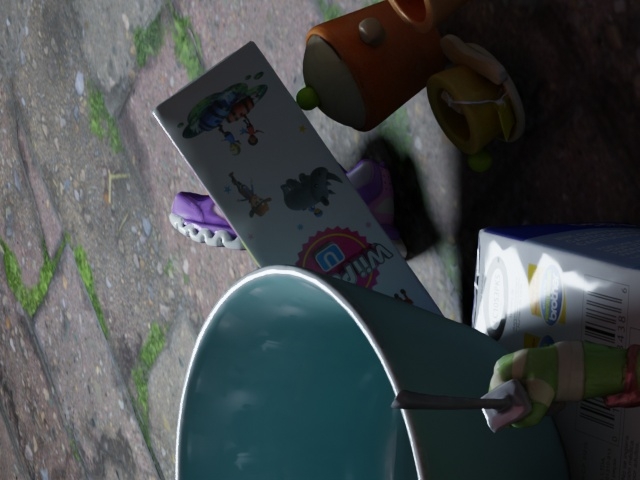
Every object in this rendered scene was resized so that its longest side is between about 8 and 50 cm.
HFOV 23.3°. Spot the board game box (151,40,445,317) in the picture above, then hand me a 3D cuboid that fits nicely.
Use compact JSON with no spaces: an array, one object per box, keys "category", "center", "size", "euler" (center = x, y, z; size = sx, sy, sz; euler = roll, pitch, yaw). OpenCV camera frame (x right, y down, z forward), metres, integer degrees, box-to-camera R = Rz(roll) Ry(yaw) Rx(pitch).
[{"category":"board game box","center":[0.000,0.000,1.219],"size":[0.303,0.097,0.224],"euler":[54,-178,-2]}]

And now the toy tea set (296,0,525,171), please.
[{"category":"toy tea set","center":[0.028,-0.197,1.176],"size":[0.200,0.124,0.336],"euler":[36,153,55]}]

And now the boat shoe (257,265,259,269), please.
[{"category":"boat shoe","center":[-0.037,0.025,1.507],"size":[0.080,0.076,0.229],"euler":[-34,70,58]}]

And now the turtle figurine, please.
[{"category":"turtle figurine","center":[0.148,0.153,0.758],"size":[0.197,0.275,0.266],"euler":[22,139,24]}]

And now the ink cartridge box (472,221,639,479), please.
[{"category":"ink cartridge box","center":[0.225,0.136,0.993],"size":[0.395,0.151,0.270],"euler":[16,105,56]}]

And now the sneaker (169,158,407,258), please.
[{"category":"sneaker","center":[-0.028,-0.037,1.413],"size":[0.236,0.095,0.105],"euler":[5,94,28]}]

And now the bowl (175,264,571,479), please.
[{"category":"bowl","center":[0.046,0.167,0.995],"size":[0.311,0.163,0.312],"euler":[5,95,60]}]
